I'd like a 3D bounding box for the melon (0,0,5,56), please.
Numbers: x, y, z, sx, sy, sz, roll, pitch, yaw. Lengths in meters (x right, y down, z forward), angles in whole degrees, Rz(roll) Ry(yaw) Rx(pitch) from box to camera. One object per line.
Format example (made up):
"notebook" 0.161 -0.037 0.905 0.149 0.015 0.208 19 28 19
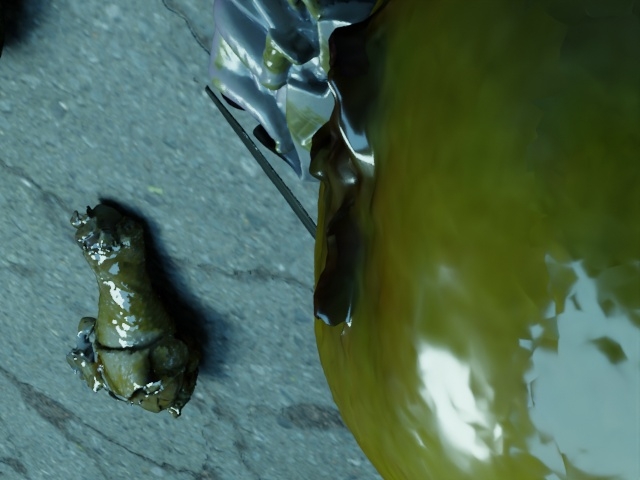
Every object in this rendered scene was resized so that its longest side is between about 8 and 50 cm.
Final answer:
"melon" -0.271 -0.136 1.043 0.114 0.114 0.167 41 148 -6

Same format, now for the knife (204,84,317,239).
"knife" 0.000 0.000 0.980 0.245 0.019 0.072 53 179 -40

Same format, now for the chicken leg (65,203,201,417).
"chicken leg" -0.149 0.067 1.220 0.125 0.080 0.196 39 149 22

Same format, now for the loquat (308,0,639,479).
"loquat" 0.165 -0.008 0.617 0.359 0.328 0.328 10 150 -14

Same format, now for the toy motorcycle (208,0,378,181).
"toy motorcycle" -0.010 -0.104 0.874 0.152 0.073 0.225 10 138 42
